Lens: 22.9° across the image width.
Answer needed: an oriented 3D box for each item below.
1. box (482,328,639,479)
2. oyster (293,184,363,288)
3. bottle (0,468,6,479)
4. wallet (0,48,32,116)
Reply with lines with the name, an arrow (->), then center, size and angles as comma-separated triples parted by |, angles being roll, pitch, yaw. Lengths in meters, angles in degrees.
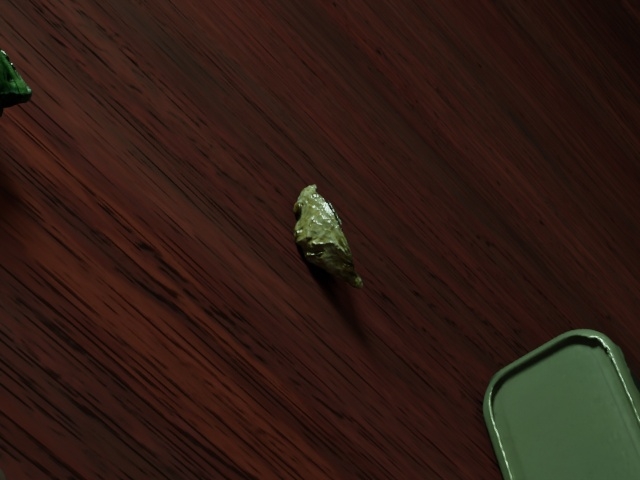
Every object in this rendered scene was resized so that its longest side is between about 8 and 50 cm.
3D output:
box -> 0.253, 0.224, 1.280 | 0.178, 0.138, 0.274 | 38, 28, -46
oyster -> 0.000, 0.000, 1.222 | 0.081, 0.038, 0.083 | 62, -5, -12
bottle -> -0.197, 0.085, 0.662 | 0.140, 0.053, 0.053 | 40, 27, -34
wallet -> -0.258, -0.121, 0.826 | 0.160, 0.055, 0.236 | 54, 16, 3
